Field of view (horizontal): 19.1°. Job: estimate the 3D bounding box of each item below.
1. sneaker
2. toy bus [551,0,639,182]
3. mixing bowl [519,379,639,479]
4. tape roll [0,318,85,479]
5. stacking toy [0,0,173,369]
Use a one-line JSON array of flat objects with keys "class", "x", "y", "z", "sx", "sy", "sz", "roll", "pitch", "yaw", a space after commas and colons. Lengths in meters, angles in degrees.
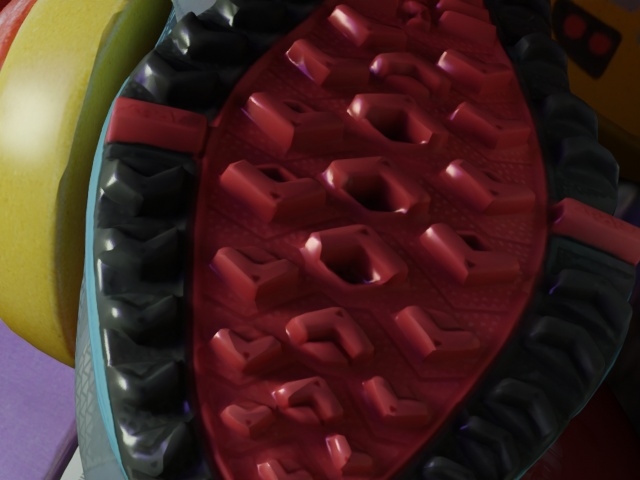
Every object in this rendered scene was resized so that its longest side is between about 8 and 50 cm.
[{"class": "sneaker", "x": 0.000, "y": 0.000, "z": 0.422, "sx": 0.262, "sy": 0.104, "sz": 0.125, "roll": -80, "pitch": 10, "yaw": -54}, {"class": "toy bus", "x": 0.066, "y": -0.105, "z": 0.641, "sx": 0.130, "sy": 0.108, "sz": 0.332, "roll": -63, "pitch": 20, "yaw": 0}, {"class": "mixing bowl", "x": 0.024, "y": 0.091, "z": 0.483, "sx": 0.181, "sy": 0.098, "sz": 0.181, "roll": -48, "pitch": 23, "yaw": 27}, {"class": "tape roll", "x": -0.135, "y": 0.071, "z": 0.793, "sx": 0.275, "sy": 0.090, "sz": 0.275, "roll": -63, "pitch": -1, "yaw": -2}, {"class": "stacking toy", "x": -0.114, "y": 0.081, "z": 0.580, "sx": 0.279, "sy": 0.130, "sz": 0.309, "roll": 63, "pitch": -136, "yaw": -63}]
